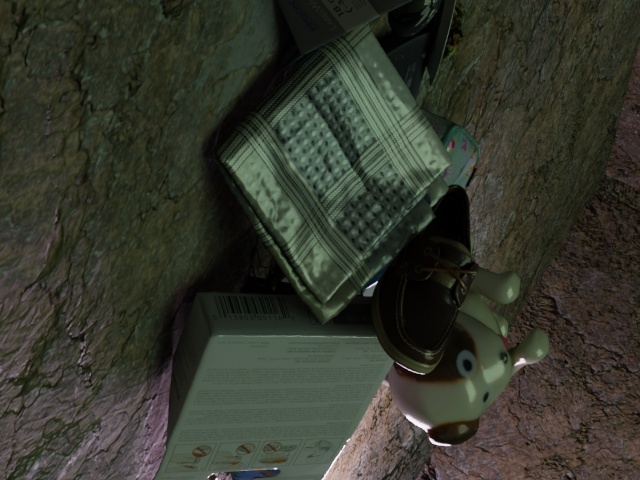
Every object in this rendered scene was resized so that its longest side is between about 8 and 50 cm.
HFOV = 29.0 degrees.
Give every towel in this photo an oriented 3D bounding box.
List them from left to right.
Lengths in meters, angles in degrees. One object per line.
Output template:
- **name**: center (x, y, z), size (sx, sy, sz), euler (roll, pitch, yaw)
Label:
- **towel**: center (0.033, -0.094, 1.702), size (0.312, 0.056, 0.324), euler (-47, 123, -24)

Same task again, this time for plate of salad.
- **plate of salad**: center (0.217, -0.356, 2.084), size (0.200, 0.048, 0.200), euler (-166, -90, -88)

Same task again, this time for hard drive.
- **hard drive**: center (0.096, -0.245, 1.981), size (0.254, 0.054, 0.172), euler (-38, 148, -53)

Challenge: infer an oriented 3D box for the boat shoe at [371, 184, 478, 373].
- **boat shoe**: center (0.165, 0.042, 1.795), size (0.123, 0.123, 0.342), euler (-56, -172, 40)

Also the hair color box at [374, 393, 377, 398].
- **hair color box**: center (0.077, 0.240, 2.451), size (0.072, 0.043, 0.141), euler (-73, 149, -62)

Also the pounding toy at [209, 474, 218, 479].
- **pounding toy**: center (-0.209, 0.494, 2.076), size (0.206, 0.094, 0.181), euler (-64, 161, 1)

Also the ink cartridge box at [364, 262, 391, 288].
- **ink cartridge box**: center (0.083, -0.041, 1.959), size (0.139, 0.191, 0.082), euler (-33, -179, -40)

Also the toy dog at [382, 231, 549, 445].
- **toy dog**: center (0.199, 0.178, 2.190), size (0.408, 0.395, 0.285), euler (-111, -173, -72)

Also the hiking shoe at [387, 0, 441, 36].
- **hiking shoe**: center (0.140, -0.422, 1.857), size (0.114, 0.086, 0.227), euler (9, 101, -56)

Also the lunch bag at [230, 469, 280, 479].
- **lunch bag**: center (-0.056, 0.296, 2.222), size (0.221, 0.138, 0.293), euler (86, 22, -58)

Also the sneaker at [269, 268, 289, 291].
- **sneaker**: center (-0.061, 0.186, 1.987), size (0.270, 0.145, 0.090), euler (-62, 161, -6)

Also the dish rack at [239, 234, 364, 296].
- **dish rack**: center (0.000, 0.000, 1.836), size (0.074, 0.208, 0.272), euler (-97, -161, -59)

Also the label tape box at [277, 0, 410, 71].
- **label tape box**: center (0.062, -0.370, 1.585), size (0.333, 0.106, 0.241), euler (-16, -149, 55)

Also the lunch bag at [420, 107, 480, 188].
- **lunch bag**: center (0.202, -0.116, 2.343), size (0.224, 0.107, 0.279), euler (-64, 161, 0)

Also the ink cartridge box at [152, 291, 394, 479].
- **ink cartridge box**: center (-0.081, 0.235, 1.862), size (0.308, 0.091, 0.385), euler (2, 136, -25)

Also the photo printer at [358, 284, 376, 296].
- **photo printer**: center (0.064, 0.043, 2.119), size (0.256, 0.107, 0.308), euler (99, 13, -52)
